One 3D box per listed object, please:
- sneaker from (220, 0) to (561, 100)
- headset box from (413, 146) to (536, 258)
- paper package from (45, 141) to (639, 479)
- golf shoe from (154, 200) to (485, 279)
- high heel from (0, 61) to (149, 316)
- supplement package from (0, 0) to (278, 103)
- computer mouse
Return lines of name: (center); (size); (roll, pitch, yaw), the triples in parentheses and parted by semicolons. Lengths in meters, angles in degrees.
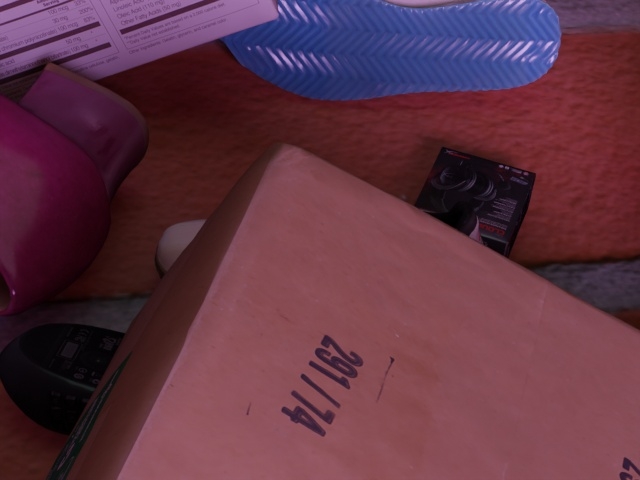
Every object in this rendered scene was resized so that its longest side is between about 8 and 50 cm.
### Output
sneaker: (0.040, -0.147, 1.212); (0.228, 0.087, 0.092); (4, 26, -8)
headset box: (0.089, -0.015, 1.093); (0.062, 0.032, 0.083); (17, 39, 11)
paper package: (0.041, 0.148, 0.690); (0.309, 0.168, 0.325); (28, 30, -5)
golf shoe: (0.000, 0.000, 1.021); (0.186, 0.086, 0.067); (3, 42, -3)
high heel: (-0.293, -0.076, 1.028); (0.377, 0.127, 0.181); (16, 34, 7)
supplement package: (-0.148, -0.239, 1.178); (0.204, 0.145, 0.262); (-18, 40, 11)
computer mouse: (-0.052, 0.098, 0.941); (0.242, 0.041, 0.071); (17, 24, 3)
